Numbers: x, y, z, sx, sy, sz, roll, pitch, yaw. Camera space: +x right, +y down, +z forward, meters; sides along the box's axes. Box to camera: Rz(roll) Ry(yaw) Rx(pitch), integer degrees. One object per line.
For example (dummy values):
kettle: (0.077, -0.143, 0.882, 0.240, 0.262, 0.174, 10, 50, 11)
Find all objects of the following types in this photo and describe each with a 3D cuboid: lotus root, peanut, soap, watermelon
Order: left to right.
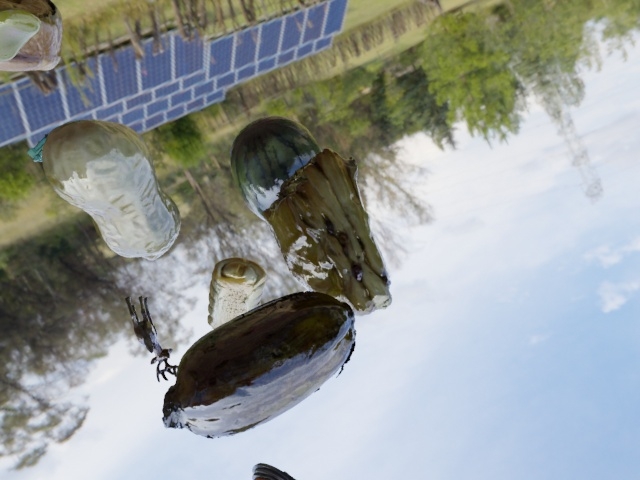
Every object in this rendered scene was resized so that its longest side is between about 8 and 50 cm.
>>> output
soap: (-0.593, -0.389, 1.175, 0.140, 0.045, 0.089, -30, 164, 26)
peanut: (-0.248, -0.061, 0.774, 0.111, 0.125, 0.274, -10, 152, -1)
lotus root: (-0.105, 0.228, 1.140, 0.398, 0.195, 0.179, -23, -157, -20)
watermelon: (-0.113, -0.194, 1.825, 0.279, 0.359, 0.279, -11, -136, 11)

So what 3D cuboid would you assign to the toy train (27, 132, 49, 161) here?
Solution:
toy train: (-0.780, -0.262, 1.758, 0.092, 0.045, 0.029, -49, -173, -5)

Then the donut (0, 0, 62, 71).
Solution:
donut: (-0.732, -0.498, 1.407, 0.299, 0.317, 0.150, -59, 174, -64)

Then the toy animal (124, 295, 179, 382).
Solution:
toy animal: (-0.501, 0.296, 1.834, 0.087, 0.260, 0.243, -22, 170, -1)

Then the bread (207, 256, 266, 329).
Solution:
bread: (-0.278, 0.186, 2.025, 0.121, 0.173, 0.311, -83, -172, -52)

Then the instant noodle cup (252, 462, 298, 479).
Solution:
instant noodle cup: (-0.092, 0.531, 1.185, 0.125, 0.178, 0.208, -48, 166, -35)

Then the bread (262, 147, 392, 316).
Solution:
bread: (0.000, 0.000, 1.384, 0.192, 0.370, 0.314, -18, 179, -16)

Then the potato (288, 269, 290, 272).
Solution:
potato: (0.010, 0.078, 2.213, 0.235, 0.161, 0.128, 12, -164, -10)
